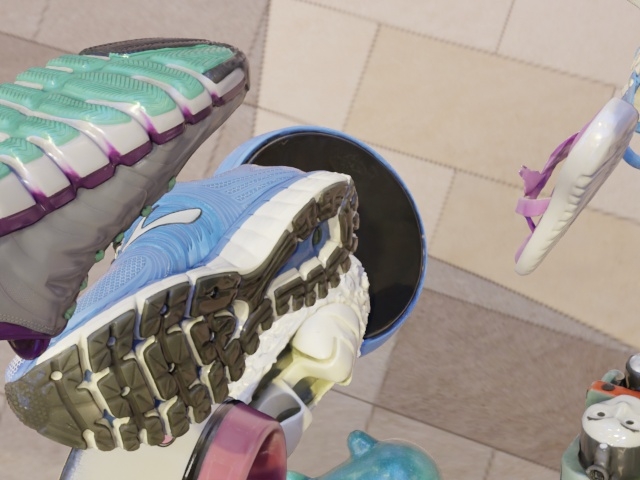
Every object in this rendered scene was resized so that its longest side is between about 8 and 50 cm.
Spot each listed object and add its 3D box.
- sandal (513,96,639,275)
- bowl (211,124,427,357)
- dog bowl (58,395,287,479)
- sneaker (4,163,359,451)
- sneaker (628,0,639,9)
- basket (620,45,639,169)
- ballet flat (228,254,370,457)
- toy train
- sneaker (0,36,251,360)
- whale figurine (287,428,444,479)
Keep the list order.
[{"bbox_3d":[0.332,-0.088,1.599,0.102,0.416,0.169,40,66,12],"label":"sandal"},{"bbox_3d":[0.000,0.000,1.826,0.391,0.077,0.391,10,69,-26],"label":"bowl"},{"bbox_3d":[-0.141,0.327,1.117,0.150,0.408,0.408,9,82,8],"label":"dog bowl"},{"bbox_3d":[-0.114,0.038,0.883,0.147,0.330,0.130,18,127,32],"label":"sneaker"},{"bbox_3d":[0.307,-0.181,0.722,0.410,0.182,0.158,42,49,0],"label":"sneaker"},{"bbox_3d":[0.582,-0.197,1.743,0.254,0.201,0.289,17,52,-4],"label":"basket"},{"bbox_3d":[-0.036,0.190,1.471,0.147,0.147,0.409,32,67,17],"label":"ballet flat"},{"bbox_3d":[0.306,0.281,1.159,0.142,0.190,0.334,15,121,30],"label":"toy train"},{"bbox_3d":[-0.113,-0.012,0.489,0.083,0.098,0.223,20,40,36],"label":"sneaker"},{"bbox_3d":[0.067,0.418,1.873,0.272,0.141,0.216,-4,89,5],"label":"whale figurine"}]
